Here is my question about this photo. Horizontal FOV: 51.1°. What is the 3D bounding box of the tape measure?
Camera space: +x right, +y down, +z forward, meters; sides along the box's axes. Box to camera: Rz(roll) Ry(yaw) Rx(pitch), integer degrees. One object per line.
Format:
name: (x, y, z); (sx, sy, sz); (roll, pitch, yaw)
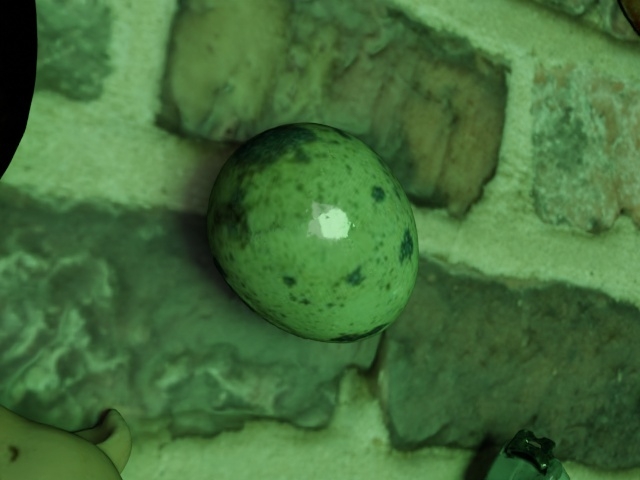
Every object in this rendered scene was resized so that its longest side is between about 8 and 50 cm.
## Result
tape measure: (0.220, 0.335, 0.635); (0.164, 0.084, 0.330); (-42, 120, -18)

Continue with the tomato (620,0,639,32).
tomato: (0.446, -0.343, 0.672); (0.338, 0.143, 0.339); (-1, 93, -22)

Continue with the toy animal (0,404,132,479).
toy animal: (-0.230, 0.173, 0.371); (0.250, 0.154, 0.167); (4, 67, -20)

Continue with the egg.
egg: (0.000, 0.000, 0.480); (0.141, 0.141, 0.182); (-50, 127, -15)

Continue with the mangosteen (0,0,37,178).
mangosteen: (-0.288, -0.108, 0.307); (0.302, 0.275, 0.275); (35, 75, 16)
